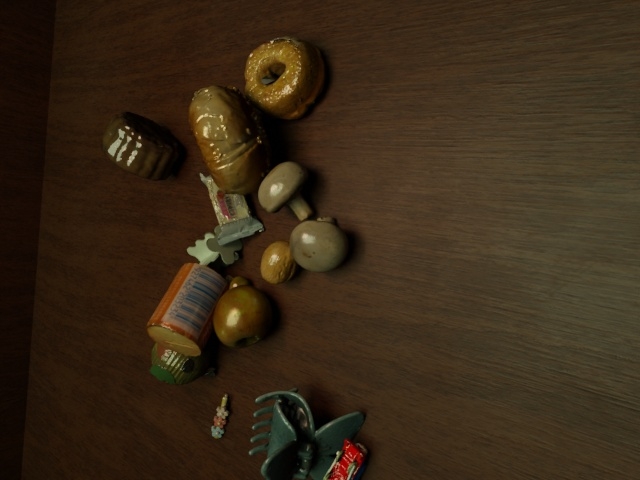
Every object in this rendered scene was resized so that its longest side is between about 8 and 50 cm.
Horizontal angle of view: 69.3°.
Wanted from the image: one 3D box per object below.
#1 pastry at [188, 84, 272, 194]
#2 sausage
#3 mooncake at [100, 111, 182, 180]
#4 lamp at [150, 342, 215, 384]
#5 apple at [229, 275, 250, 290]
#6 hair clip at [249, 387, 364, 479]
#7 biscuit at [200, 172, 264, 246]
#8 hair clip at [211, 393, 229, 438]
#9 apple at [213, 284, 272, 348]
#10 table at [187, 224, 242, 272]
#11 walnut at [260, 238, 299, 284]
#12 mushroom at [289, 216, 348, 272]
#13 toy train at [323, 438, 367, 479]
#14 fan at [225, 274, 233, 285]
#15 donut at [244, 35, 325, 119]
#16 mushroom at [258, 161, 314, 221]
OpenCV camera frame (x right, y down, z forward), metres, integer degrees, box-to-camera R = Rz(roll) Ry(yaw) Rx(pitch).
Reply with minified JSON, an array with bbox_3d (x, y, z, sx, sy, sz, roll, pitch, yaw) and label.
[{"bbox_3d":[-0.315,-0.359,1.664,0.244,0.410,0.410,-22,71,-9],"label":"pastry"},{"bbox_3d":[-0.501,0.265,1.791,0.233,0.233,0.287,-10,45,36],"label":"sausage"},{"bbox_3d":[-0.787,-0.421,2.048,0.324,0.324,0.187,46,110,28],"label":"mooncake"},{"bbox_3d":[-0.558,0.492,1.924,0.284,0.250,0.250,36,114,-5],"label":"lamp"},{"bbox_3d":[-0.319,0.186,1.828,0.074,0.089,0.090,9,95,24],"label":"apple"},{"bbox_3d":[-0.094,0.672,1.536,0.238,0.391,0.319,35,126,42],"label":"hair clip"},{"bbox_3d":[-0.353,-0.148,1.838,0.185,0.079,0.309,-18,72,-7],"label":"biscuit"},{"bbox_3d":[-0.411,0.736,1.911,0.062,0.056,0.214,16,100,3],"label":"hair clip"},{"bbox_3d":[-0.290,0.283,1.734,0.237,0.236,0.208,-40,54,29],"label":"apple"},{"bbox_3d":[-0.440,0.053,1.888,0.198,0.166,0.167,-31,71,40],"label":"table"},{"bbox_3d":[-0.147,0.079,1.670,0.144,0.144,0.180,50,126,26],"label":"walnut"},{"bbox_3d":[0.000,0.000,1.556,0.204,0.204,0.205,-1,89,37],"label":"mushroom"},{"bbox_3d":[0.084,0.751,1.504,0.082,0.131,0.204,31,96,38],"label":"toy train"},{"bbox_3d":[-0.375,0.183,1.922,0.060,0.003,0.080,-1,88,37],"label":"fan"},{"bbox_3d":[-0.135,-0.586,1.669,0.317,0.150,0.299,-39,65,30],"label":"donut"},{"bbox_3d":[-0.106,-0.160,1.631,0.207,0.207,0.215,-37,99,30],"label":"mushroom"}]
